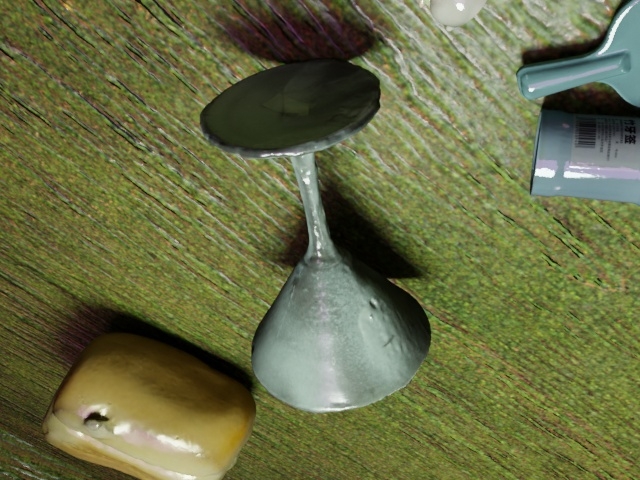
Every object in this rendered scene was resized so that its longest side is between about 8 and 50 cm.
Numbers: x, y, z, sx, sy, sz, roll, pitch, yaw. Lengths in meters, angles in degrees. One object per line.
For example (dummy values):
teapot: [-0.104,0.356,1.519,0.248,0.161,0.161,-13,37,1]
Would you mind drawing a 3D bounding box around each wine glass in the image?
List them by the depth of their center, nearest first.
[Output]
wine glass: [0.000,0.000,0.853,0.267,0.267,0.405,4,133,17]

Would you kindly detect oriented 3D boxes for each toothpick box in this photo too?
toothpick box: [0.318,-0.092,0.742,0.153,0.101,0.101,8,137,14]

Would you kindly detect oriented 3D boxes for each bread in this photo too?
bread: [-0.327,0.347,1.339,0.376,0.252,0.348,26,143,-6]

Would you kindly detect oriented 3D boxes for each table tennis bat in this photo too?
table tennis bat: [0.327,-0.188,0.684,0.245,0.040,0.152,-10,130,23]

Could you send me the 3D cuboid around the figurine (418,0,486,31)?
figurine: [0.093,-0.268,0.649,0.146,0.081,0.098,33,137,-16]
